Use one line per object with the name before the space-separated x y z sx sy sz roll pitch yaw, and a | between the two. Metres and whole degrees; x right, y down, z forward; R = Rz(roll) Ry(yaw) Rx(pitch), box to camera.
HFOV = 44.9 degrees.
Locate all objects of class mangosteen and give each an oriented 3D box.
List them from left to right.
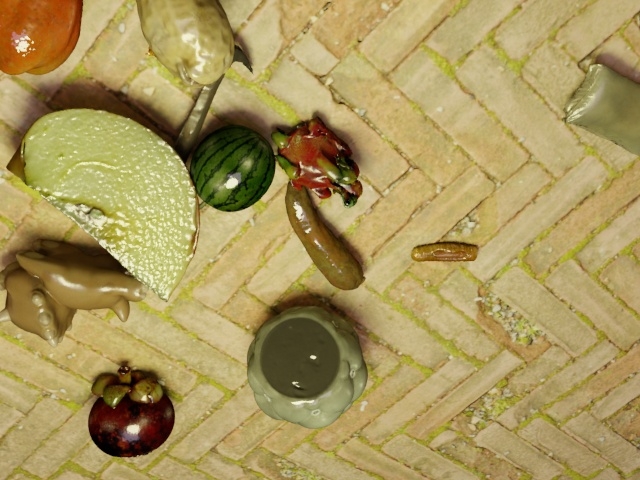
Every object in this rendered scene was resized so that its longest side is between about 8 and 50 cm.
mangosteen | -0.401 0.357 1.624 0.200 0.199 0.199 -4 127 -5

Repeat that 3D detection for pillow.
pillow | 0.526 -0.229 1.363 0.208 0.053 0.119 17 125 -23

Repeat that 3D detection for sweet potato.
sweet potato | 0.000 0.000 1.460 0.075 0.075 0.273 -28 121 13

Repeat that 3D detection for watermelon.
watermelon | -0.159 -0.107 1.309 0.141 0.140 0.187 30 115 -26

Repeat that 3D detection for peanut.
peanut | -0.205 -0.358 1.087 0.130 0.130 0.290 -14 99 3

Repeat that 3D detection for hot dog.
hot dog | 0.248 0.025 1.535 0.137 0.028 0.044 2 120 -8

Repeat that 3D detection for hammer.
hammer | -0.207 -0.202 1.282 0.125 0.027 0.297 -1 137 -40

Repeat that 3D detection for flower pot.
flower pot | -0.027 0.251 1.540 0.246 0.246 0.195 -13 159 2

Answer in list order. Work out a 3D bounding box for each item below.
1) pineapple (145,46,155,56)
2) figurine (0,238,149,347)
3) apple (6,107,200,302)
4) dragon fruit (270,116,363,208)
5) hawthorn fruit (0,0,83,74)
pineapple | -0.225 -0.336 1.184 0.114 0.077 0.114 -15 124 -41
figurine | -0.457 0.106 1.406 0.247 0.177 0.172 8 107 -22
apple | -0.342 -0.065 1.282 0.346 0.179 0.254 44 133 -18
dragon fruit | 0.008 -0.134 1.339 0.142 0.175 0.138 -25 145 -34
hawthorn fruit | -0.422 -0.323 1.091 0.189 0.189 0.189 -4 127 -5
